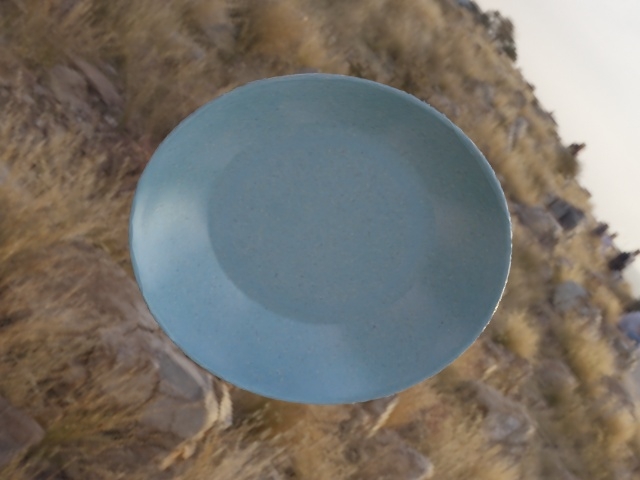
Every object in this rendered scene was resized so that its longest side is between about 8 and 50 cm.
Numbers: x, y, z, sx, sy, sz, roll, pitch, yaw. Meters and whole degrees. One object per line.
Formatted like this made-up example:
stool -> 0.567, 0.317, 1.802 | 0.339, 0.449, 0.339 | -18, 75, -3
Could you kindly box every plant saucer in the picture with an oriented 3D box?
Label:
plant saucer -> 0.000, 0.000, 0.473 | 0.195, 0.195, 0.037 | 46, 23, -20
